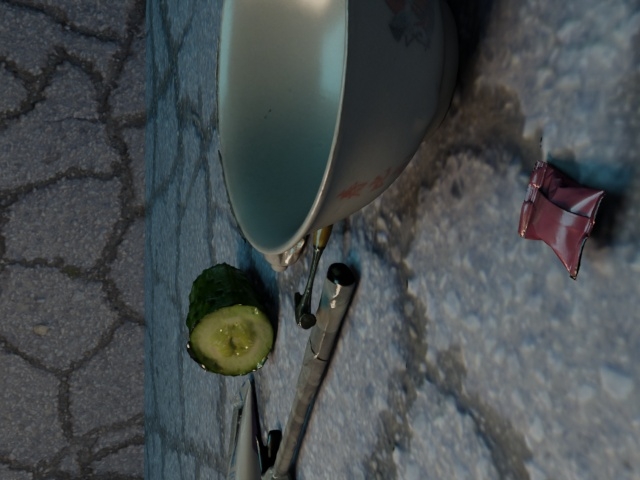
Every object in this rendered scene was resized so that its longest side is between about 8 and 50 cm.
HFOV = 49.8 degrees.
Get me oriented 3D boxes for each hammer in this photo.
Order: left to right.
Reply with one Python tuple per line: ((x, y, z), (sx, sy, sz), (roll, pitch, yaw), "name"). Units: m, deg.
((-0.018, 0.208, 0.882), (0.152, 0.044, 0.426), (-115, 33, -46), "hammer")
((0.000, 0.000, 0.798), (0.078, 0.021, 0.200), (-153, 77, -79), "hammer")

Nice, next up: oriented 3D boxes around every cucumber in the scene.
((-0.153, 0.102, 1.118), (0.244, 0.134, 0.134), (-113, 30, -62), "cucumber")

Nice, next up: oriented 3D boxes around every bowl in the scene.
((0.020, -0.159, 0.615), (0.345, 0.157, 0.345), (179, 90, -69), "bowl")

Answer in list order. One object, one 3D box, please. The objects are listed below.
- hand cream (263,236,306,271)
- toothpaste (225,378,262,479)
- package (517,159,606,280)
((-0.040, -0.050, 0.880), (0.050, 0.084, 0.256), (-103, 20, -45), "hand cream")
((-0.125, 0.386, 1.126), (0.114, 0.073, 0.299), (120, 150, -52), "toothpaste")
((0.157, -0.016, 0.455), (0.083, 0.029, 0.059), (-120, 38, -65), "package")
